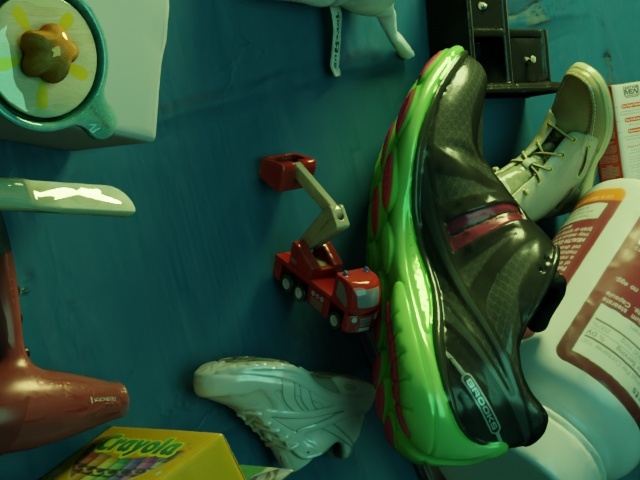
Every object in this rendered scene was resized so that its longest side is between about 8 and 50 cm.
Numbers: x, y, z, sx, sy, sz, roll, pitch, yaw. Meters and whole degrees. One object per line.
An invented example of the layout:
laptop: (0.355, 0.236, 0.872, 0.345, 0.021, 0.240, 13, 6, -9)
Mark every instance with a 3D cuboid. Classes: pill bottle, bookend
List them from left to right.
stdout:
bookend: (0.209, -0.248, 2.122, 0.157, 0.072, 0.156, -4, 90, -38)
pill bottle: (0.308, 0.137, 2.051, 0.224, 0.224, 0.392, 51, 59, -24)

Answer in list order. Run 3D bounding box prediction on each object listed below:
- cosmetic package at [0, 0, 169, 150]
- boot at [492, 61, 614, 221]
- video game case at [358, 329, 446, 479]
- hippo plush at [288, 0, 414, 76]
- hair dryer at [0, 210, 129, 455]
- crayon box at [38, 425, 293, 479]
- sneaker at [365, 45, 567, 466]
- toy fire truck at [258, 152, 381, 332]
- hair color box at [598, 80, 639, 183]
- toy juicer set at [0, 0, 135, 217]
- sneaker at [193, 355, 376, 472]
cosmetic package: (-0.369, -0.226, 1.619, 0.453, 0.161, 0.230, 9, 83, -37)
boot: (0.258, -0.097, 2.105, 0.165, 0.077, 0.213, -25, 139, -33)
video game case: (0.147, 0.135, 2.083, 0.196, 0.026, 0.274, -33, 108, -34)
hippo plush: (0.054, -0.330, 1.903, 0.234, 0.236, 0.294, -19, 99, -37)
hair dryer: (-0.297, 0.097, 1.710, 0.293, 0.080, 0.224, 43, 63, -28)
crayon box: (-0.210, 0.270, 1.690, 0.323, 0.203, 0.083, -35, 108, -34)
sneaker: (0.160, 0.018, 1.936, 0.202, 0.185, 0.483, 5, 67, -11)
toy fire truck: (0.000, 0.000, 1.907, 0.047, 0.192, 0.135, -11, 122, -36)
hair color box: (0.389, -0.130, 2.272, 0.072, 0.043, 0.141, -11, 95, -37)
toy juicer set: (-0.274, -0.148, 1.531, 0.209, 0.089, 0.329, -23, 102, -37)
sneaker: (-0.038, 0.188, 1.900, 0.232, 0.090, 0.115, 15, 82, -35)
